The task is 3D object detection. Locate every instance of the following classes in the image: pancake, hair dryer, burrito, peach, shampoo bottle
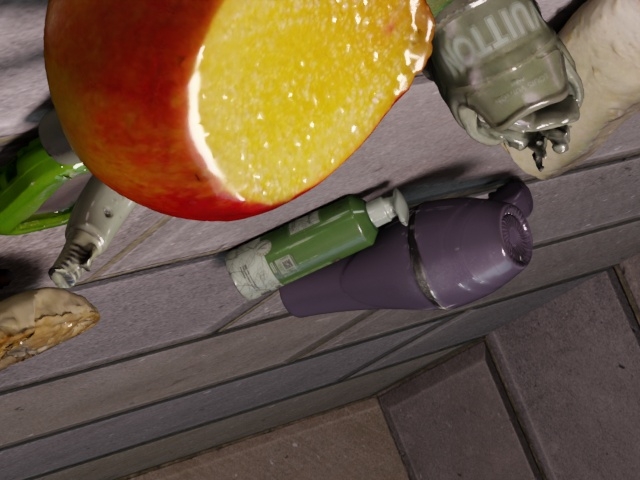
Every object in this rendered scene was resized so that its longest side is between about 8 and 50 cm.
[{"bbox_3d":[-0.383,0.110,1.477,0.387,0.082,0.387,-17,176,-1],"label":"pancake"},{"bbox_3d":[-0.131,-0.059,1.050,0.225,0.088,0.219,-53,-157,-20],"label":"hair dryer"},{"bbox_3d":[0.251,-0.146,1.477,0.143,0.105,0.299,-21,168,-27],"label":"burrito"},{"bbox_3d":[0.151,-0.005,1.931,0.301,0.121,0.361,-15,-173,35],"label":"hair dryer"},{"bbox_3d":[-0.041,-0.102,0.869,0.192,0.190,0.190,-4,174,15],"label":"peach"},{"bbox_3d":[0.000,0.000,1.791,0.204,0.065,0.065,-25,169,13],"label":"shampoo bottle"}]

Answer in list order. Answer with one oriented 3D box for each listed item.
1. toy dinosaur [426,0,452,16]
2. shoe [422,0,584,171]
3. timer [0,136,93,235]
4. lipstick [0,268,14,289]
[{"bbox_3d":[0.026,-0.116,1.215,0.447,0.087,0.301,-21,171,34],"label":"toy dinosaur"},{"bbox_3d":[0.143,-0.115,1.288,0.109,0.149,0.293,-25,168,7],"label":"shoe"},{"bbox_3d":[-0.179,-0.050,1.228,0.128,0.047,0.140,-15,167,-41],"label":"timer"},{"bbox_3d":[-0.337,0.043,1.433,0.027,0.027,0.176,-30,168,36],"label":"lipstick"}]
